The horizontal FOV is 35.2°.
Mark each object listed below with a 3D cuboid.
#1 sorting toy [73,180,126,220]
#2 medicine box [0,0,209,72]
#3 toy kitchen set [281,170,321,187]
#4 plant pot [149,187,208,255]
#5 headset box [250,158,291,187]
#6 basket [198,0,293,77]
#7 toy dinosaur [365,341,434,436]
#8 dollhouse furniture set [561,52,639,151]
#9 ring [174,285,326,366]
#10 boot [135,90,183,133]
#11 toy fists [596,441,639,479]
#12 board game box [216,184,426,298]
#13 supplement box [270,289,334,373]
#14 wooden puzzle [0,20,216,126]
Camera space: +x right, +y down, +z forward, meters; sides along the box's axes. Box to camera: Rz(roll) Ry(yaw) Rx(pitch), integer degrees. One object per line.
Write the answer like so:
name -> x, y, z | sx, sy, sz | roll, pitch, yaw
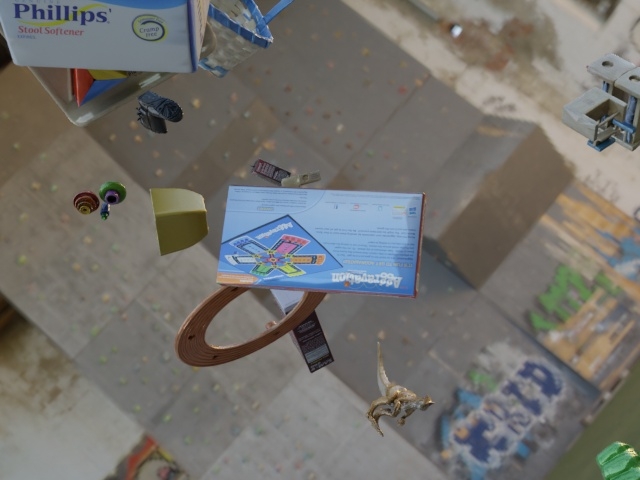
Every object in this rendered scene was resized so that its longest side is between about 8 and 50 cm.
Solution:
sorting toy -> -0.410, -0.068, 1.879 | 0.102, 0.042, 0.061 | -16, -52, 6
medicine box -> -0.294, -0.391, 1.439 | 0.149, 0.264, 0.289 | 91, -178, -53
toy kitchen set -> -0.029, -0.084, 1.901 | 0.075, 0.083, 0.068 | -14, -4, -7
plant pot -> -0.224, -0.035, 1.613 | 0.083, 0.081, 0.081 | -9, -52, -10
headset box -> -0.108, -0.143, 2.117 | 0.062, 0.083, 0.032 | 175, 117, -79
basket -> -0.191, -0.492, 2.029 | 0.289, 0.201, 0.255 | -37, -36, 21
toy dinosaur -> 0.118, 0.255, 1.635 | 0.112, 0.064, 0.211 | -43, 27, -10
dollhouse furniture set -> 0.502, -0.226, 1.819 | 0.184, 0.129, 0.129 | -31, -40, -23
ring -> -0.126, 0.127, 1.898 | 0.337, 0.032, 0.336 | -28, -25, -14
boot -> -0.341, -0.262, 2.145 | 0.045, 0.121, 0.099 | -53, -16, -28
toy fists -> 0.565, 0.496, 1.790 | 0.096, 0.279, 0.142 | -16, -20, 13
board game box -> 0.000, 0.000, 1.392 | 0.027, 0.281, 0.145 | 44, -129, -70
supplement box -> -0.048, 0.196, 2.462 | 0.073, 0.130, 0.239 | -26, -49, -8
wooden puzzle -> -0.393, -0.395, 1.793 | 0.322, 0.080, 0.348 | -30, -50, 2
